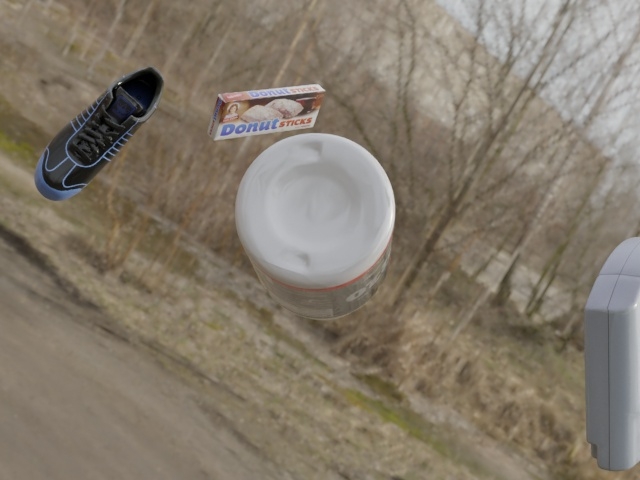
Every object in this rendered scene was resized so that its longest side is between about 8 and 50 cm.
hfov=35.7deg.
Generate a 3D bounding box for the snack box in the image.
[{"bbox_3d":[-0.074,-0.180,1.386,0.178,0.064,0.022,-13,48,-39],"label":"snack box"}]

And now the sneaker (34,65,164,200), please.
[{"bbox_3d":[-0.300,-0.154,1.360,0.081,0.232,0.090,40,-28,-11],"label":"sneaker"}]

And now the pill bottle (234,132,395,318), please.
[{"bbox_3d":[0.000,0.000,1.110,0.161,0.161,0.283,31,-10,9],"label":"pill bottle"}]

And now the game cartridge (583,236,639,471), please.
[{"bbox_3d":[0.349,0.102,1.088,0.062,0.198,0.297,7,16,28],"label":"game cartridge"}]
